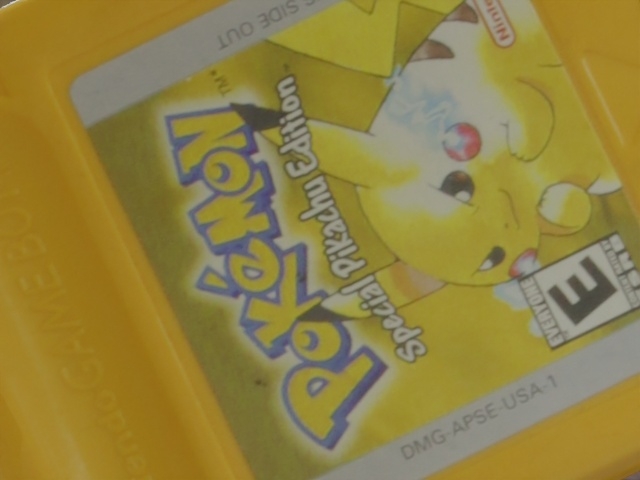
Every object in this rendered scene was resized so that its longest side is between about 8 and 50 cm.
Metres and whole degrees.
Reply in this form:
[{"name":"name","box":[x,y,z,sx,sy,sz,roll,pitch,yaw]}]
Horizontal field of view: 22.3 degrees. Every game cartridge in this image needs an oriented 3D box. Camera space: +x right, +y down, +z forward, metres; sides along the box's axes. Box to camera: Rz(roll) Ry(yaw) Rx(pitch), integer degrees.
[{"name":"game cartridge","box":[0.000,0.000,0.670,0.285,0.324,0.052,64,179,2]}]
